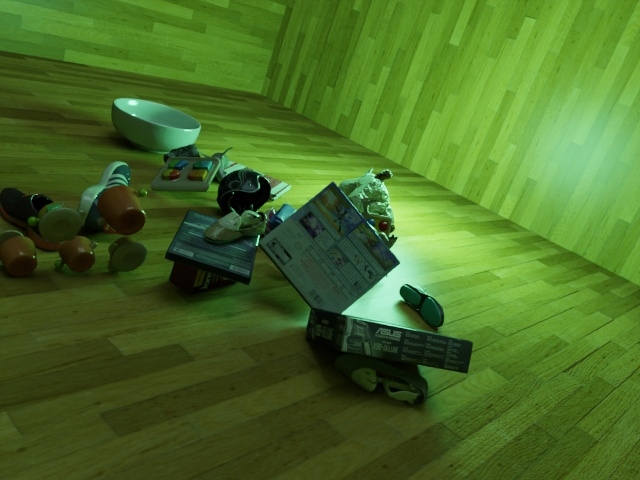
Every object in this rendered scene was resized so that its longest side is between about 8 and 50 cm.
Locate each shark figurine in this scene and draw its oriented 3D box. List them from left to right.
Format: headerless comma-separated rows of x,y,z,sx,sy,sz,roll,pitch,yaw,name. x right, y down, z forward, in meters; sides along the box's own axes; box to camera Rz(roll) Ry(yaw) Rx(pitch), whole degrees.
-0.337,-0.271,2.231,0.166,0.116,0.278,41,12,-37,shark figurine

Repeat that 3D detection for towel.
-0.295,-0.243,2.449,0.329,0.037,0.237,22,19,5,towel
0.000,0.000,1.990,0.336,0.040,0.243,33,15,-3,towel

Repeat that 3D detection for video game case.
-0.251,0.010,1.519,0.196,0.026,0.274,19,20,-8,video game case
0.021,0.032,1.575,0.269,0.244,0.061,51,-8,-1,video game case

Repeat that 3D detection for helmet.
-0.251,-0.156,2.069,0.169,0.169,0.161,18,36,-6,helmet

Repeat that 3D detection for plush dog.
0.204,-0.128,2.375,0.210,0.225,0.262,-26,24,-4,plush dog

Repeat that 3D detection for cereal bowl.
-0.648,-0.431,2.451,0.339,0.141,0.339,17,19,-6,cereal bowl

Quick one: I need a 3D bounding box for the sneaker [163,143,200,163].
-0.481,-0.256,2.244,0.130,0.087,0.227,-14,50,-21,sneaker

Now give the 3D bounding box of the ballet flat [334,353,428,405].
0.132,0.301,1.359,0.213,0.072,0.068,18,30,-3,ballet flat

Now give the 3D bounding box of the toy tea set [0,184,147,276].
-0.543,-0.027,1.399,0.336,0.200,0.124,-4,39,-39,toy tea set

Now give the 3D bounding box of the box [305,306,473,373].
0.147,0.224,1.425,0.307,0.076,0.242,13,-6,-17,box

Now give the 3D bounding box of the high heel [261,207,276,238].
-0.148,-0.036,2.016,0.117,0.082,0.244,49,3,-8,high heel

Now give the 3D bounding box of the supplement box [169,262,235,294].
-0.272,0.057,1.564,0.081,0.104,0.188,31,23,25,supplement box

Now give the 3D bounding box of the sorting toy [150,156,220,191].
-0.450,-0.230,2.112,0.193,0.038,0.208,2,34,4,sorting toy

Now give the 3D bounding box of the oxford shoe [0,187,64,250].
-0.693,-0.079,1.529,0.271,0.098,0.097,31,22,29,oxford shoe

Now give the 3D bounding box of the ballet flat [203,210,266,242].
-0.207,-0.042,1.559,0.073,0.067,0.206,32,23,22,ballet flat

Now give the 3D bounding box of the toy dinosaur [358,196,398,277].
0.148,-0.012,2.059,0.296,0.127,0.200,50,-11,8,toy dinosaur

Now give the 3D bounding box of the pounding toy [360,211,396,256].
0.192,-0.018,2.193,0.130,0.141,0.100,11,-7,-23,pounding toy

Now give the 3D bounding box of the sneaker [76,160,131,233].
-0.551,-0.107,1.729,0.148,0.131,0.350,23,24,-11,sneaker

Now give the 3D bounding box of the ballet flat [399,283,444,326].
0.313,0.186,1.840,0.074,0.074,0.203,6,21,-34,ballet flat
